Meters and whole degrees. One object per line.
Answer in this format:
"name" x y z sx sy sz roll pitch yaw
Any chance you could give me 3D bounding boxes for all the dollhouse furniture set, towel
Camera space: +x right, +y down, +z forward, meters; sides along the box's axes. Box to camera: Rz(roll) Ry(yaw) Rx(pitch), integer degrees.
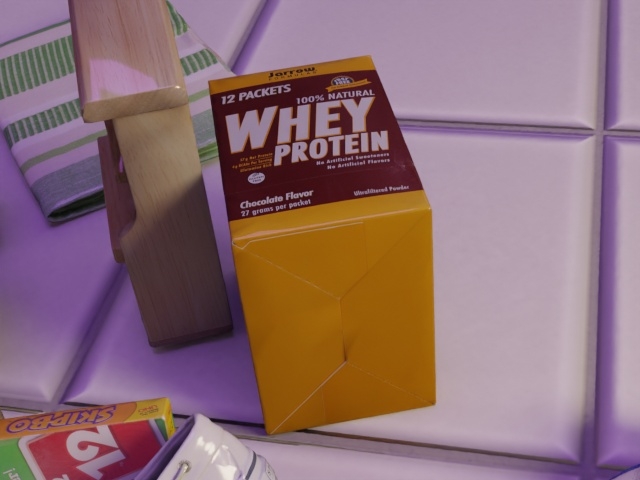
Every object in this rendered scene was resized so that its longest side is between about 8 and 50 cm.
"dollhouse furniture set" -0.284 -0.025 0.776 0.394 0.256 0.362 -12 46 -7
"towel" -0.220 -0.156 1.111 0.248 0.038 0.325 -24 45 -17

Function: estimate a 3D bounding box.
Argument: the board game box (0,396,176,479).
"board game box" -0.214 0.176 0.657 0.259 0.124 0.039 -7 17 2

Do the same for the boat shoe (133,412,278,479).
"boat shoe" -0.129 0.192 0.610 0.226 0.076 0.083 -45 15 -9

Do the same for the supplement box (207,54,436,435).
"supplement box" 0.000 0.000 0.778 0.129 0.191 0.194 -10 40 -4

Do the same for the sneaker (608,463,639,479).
"sneaker" 0.203 0.204 0.603 0.131 0.112 0.296 8 38 43
